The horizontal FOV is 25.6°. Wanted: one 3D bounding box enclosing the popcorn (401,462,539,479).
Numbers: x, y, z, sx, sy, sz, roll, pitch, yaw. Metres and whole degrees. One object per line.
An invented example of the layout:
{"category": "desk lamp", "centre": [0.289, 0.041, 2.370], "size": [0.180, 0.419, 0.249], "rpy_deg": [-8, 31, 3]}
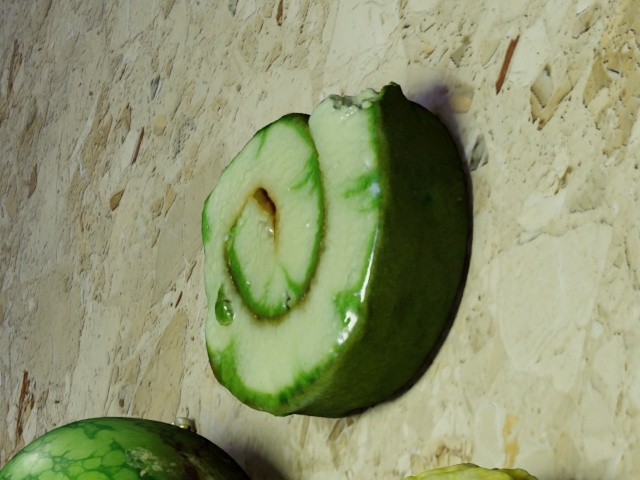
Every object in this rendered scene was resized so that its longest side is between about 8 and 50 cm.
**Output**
{"category": "popcorn", "centre": [0.112, 0.302, 1.174], "size": [0.266, 0.192, 0.233], "rpy_deg": [174, 99, -74]}

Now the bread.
{"category": "bread", "centre": [0.000, 0.000, 1.503], "size": [0.382, 0.129, 0.366], "rpy_deg": [-63, 35, 22]}

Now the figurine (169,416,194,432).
{"category": "figurine", "centre": [-0.186, 0.296, 1.767], "size": [0.101, 0.068, 0.143], "rpy_deg": [-55, 27, 26]}

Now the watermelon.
{"category": "watermelon", "centre": [-0.219, 0.362, 1.544], "size": [0.363, 0.363, 0.363], "rpy_deg": [-24, 61, 52]}
